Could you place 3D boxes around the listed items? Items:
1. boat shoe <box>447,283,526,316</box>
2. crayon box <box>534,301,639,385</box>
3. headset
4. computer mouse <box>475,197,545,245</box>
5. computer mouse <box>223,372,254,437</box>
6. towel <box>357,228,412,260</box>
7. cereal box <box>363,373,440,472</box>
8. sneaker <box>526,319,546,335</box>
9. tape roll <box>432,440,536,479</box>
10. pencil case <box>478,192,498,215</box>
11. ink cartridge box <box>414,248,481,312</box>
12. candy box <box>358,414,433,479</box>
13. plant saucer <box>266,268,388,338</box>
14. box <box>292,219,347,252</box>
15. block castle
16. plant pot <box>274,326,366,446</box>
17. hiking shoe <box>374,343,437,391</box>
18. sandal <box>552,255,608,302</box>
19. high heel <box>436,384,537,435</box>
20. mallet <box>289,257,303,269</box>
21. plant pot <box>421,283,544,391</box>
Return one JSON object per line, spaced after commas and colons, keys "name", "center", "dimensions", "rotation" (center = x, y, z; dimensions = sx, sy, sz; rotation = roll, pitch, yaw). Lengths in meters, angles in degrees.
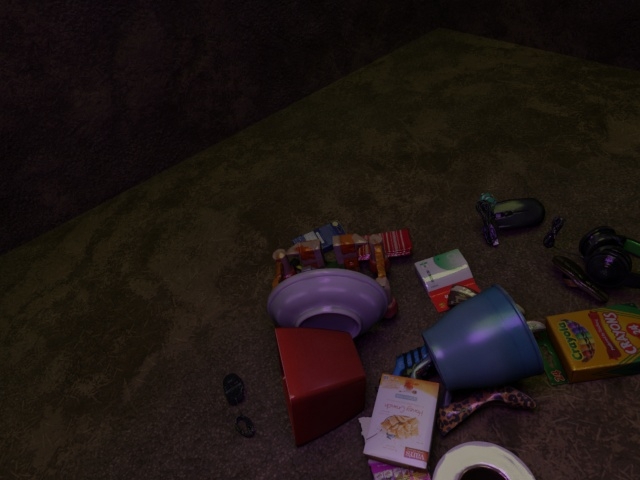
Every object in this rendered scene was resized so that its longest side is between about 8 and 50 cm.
{"name": "boat shoe", "center": [0.557, 0.235, 1.590], "dimensions": [0.257, 0.095, 0.095], "rotation": [15, 66, 37]}
{"name": "crayon box", "center": [0.827, 0.312, 1.410], "dimensions": [0.319, 0.081, 0.202], "rotation": [-12, 42, 7]}
{"name": "headset", "center": [0.963, 0.029, 1.568], "dimensions": [0.394, 0.185, 0.243], "rotation": [12, 36, 11]}
{"name": "computer mouse", "center": [0.764, -0.097, 1.828], "dimensions": [0.272, 0.072, 0.188], "rotation": [-12, 82, -5]}
{"name": "computer mouse", "center": [-0.269, 0.550, 1.563], "dimensions": [0.071, 0.041, 0.242], "rotation": [-30, 49, -1]}
{"name": "towel", "center": [0.238, 0.017, 1.929], "dimensions": [0.275, 0.031, 0.199], "rotation": [-8, 27, 10]}
{"name": "cereal box", "center": [0.232, 0.505, 1.310], "dimensions": [0.173, 0.047, 0.240], "rotation": [3, 49, 22]}
{"name": "sneaker", "center": [0.608, 0.330, 1.463], "dimensions": [0.225, 0.088, 0.092], "rotation": [-34, 49, 6]}
{"name": "tape roll", "center": [0.399, 0.643, 1.133], "dimensions": [0.246, 0.169, 0.246], "rotation": [-10, 43, 9]}
{"name": "pencil case", "center": [0.727, -0.140, 1.940], "dimensions": [0.070, 0.064, 0.151], "rotation": [-45, 43, 8]}
{"name": "ink cartridge box", "center": [0.473, 0.144, 1.732], "dimensions": [0.181, 0.056, 0.224], "rotation": [-18, 40, -1]}
{"name": "candy box", "center": [0.211, 0.601, 1.313], "dimensions": [0.159, 0.071, 0.233], "rotation": [-16, 42, 2]}
{"name": "plant saucer", "center": [0.024, 0.247, 1.516], "dimensions": [0.401, 0.400, 0.100], "rotation": [-10, 48, 8]}
{"name": "box", "center": [0.000, 0.000, 2.055], "dimensions": [0.225, 0.036, 0.136], "rotation": [-24, 42, -6]}
{"name": "block castle", "center": [0.043, 0.165, 1.733], "dimensions": [0.453, 0.212, 0.303], "rotation": [-9, 43, 7]}
{"name": "plant pot", "center": [0.004, 0.429, 1.449], "dimensions": [0.236, 0.267, 0.267], "rotation": [-9, 41, -10]}
{"name": "hiking shoe", "center": [0.307, 0.380, 1.487], "dimensions": [0.132, 0.113, 0.304], "rotation": [25, 56, 36]}
{"name": "sandal", "center": [0.879, 0.137, 1.598], "dimensions": [0.090, 0.060, 0.219], "rotation": [-13, 50, -37]}
{"name": "high heel", "center": [0.470, 0.499, 1.337], "dimensions": [0.261, 0.093, 0.186], "rotation": [9, 57, 26]}
{"name": "mallet", "center": [-0.059, 0.131, 1.940], "dimensions": [0.190, 0.039, 0.062], "rotation": [24, 55, 32]}
{"name": "plant pot", "center": [0.439, 0.299, 1.322], "dimensions": [0.255, 0.271, 0.271], "rotation": [-24, 42, 4]}
